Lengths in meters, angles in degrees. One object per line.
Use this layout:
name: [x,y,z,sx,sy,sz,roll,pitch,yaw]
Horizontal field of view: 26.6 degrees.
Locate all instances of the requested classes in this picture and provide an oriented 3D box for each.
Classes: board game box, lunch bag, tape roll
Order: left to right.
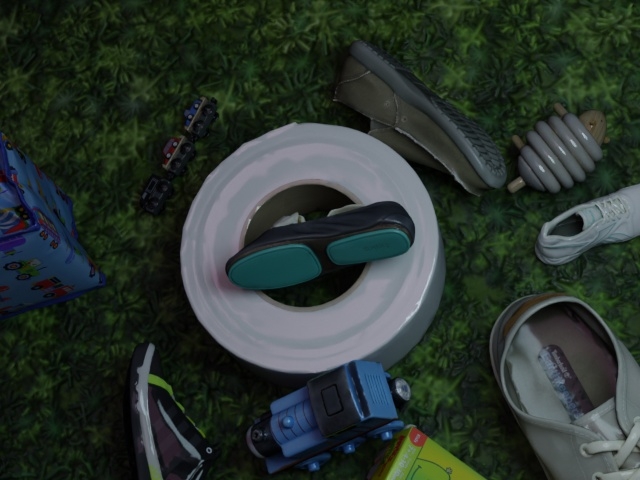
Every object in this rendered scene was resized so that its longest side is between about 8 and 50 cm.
lunch bag: [-0.420,0.032,1.494,0.293,0.221,0.138,-28,69,0]
tape roll: [-0.007,0.017,1.487,0.286,0.100,0.286,-3,72,10]
board game box: [0.134,0.276,1.349,0.181,0.043,0.092,36,59,-9]

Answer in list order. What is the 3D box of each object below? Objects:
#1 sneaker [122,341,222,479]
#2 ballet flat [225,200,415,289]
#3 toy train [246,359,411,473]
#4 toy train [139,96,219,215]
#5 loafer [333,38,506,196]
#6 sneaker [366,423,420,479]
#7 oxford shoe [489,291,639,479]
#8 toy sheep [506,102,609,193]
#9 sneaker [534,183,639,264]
sneaker: [-0.158,0.225,1.473,0.097,0.084,0.234,-4,71,-16]
ballet flat: [0.000,0.000,1.408,0.203,0.074,0.074,-13,70,13]
toy train: [0.004,0.184,1.406,0.184,0.105,0.080,-27,65,28]
toy train: [-0.167,-0.102,1.596,0.036,0.027,0.158,23,78,28]
loafer: [0.108,-0.125,1.528,0.251,0.094,0.087,46,110,29]
sneaker: [0.094,0.296,1.395,0.083,0.084,0.215,11,66,-16]
oxford shoe: [0.310,0.238,1.341,0.169,0.130,0.449,-31,71,-2]
toy sheep: [0.258,-0.096,1.485,0.132,0.091,0.091,-41,69,11]
sneaker: [0.303,-0.021,1.462,0.152,0.061,0.053,-26,67,0]
